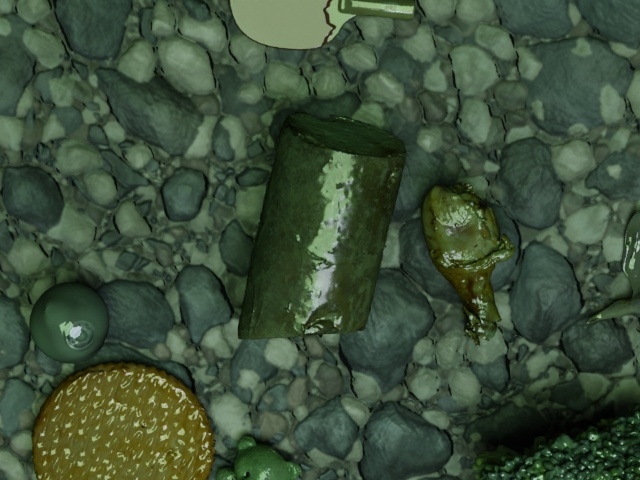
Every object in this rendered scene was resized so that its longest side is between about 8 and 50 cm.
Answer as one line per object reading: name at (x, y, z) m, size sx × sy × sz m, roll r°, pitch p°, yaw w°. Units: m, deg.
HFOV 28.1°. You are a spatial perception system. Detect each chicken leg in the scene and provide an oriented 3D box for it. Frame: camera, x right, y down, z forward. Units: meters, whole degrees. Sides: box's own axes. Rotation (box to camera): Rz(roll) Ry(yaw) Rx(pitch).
chicken leg at (0.198, 0.027, 1.664) m, size 0.103 × 0.088 × 0.228 m, roll -25°, pitch 103°, yaw -12°

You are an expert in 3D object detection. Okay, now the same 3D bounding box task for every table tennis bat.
table tennis bat at (0.002, -0.302, 1.609) m, size 0.234 × 0.022 × 0.131 m, roll 4°, pitch 103°, yaw -2°

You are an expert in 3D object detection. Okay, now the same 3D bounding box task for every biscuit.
biscuit at (-0.267, 0.280, 1.731) m, size 0.254 × 0.035 × 0.254 m, roll -1°, pitch 105°, yaw -2°

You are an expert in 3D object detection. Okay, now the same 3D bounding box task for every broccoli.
broccoli at (0.371, 0.363, 1.660) m, size 0.317 × 0.338 × 0.277 m, roll -27°, pitch 74°, yaw 26°

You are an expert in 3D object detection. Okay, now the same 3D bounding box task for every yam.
yam at (0.000, 0.000, 1.613) m, size 0.168 × 0.168 × 0.304 m, roll 11°, pitch 101°, yaw -5°

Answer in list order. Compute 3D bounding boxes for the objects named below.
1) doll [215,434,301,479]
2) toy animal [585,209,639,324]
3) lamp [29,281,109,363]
doll at (-0.093, 0.347, 1.741) m, size 0.115 × 0.077 × 0.150 m, roll 24°, pitch 113°, yaw 3°
toy animal at (0.426, 0.079, 1.682) m, size 0.155 × 0.095 × 0.219 m, roll -26°, pitch 102°, yaw 0°
lamp at (-0.323, 0.107, 1.652) m, size 0.105 × 0.105 × 0.105 m, roll -1°, pitch 104°, yaw -2°
